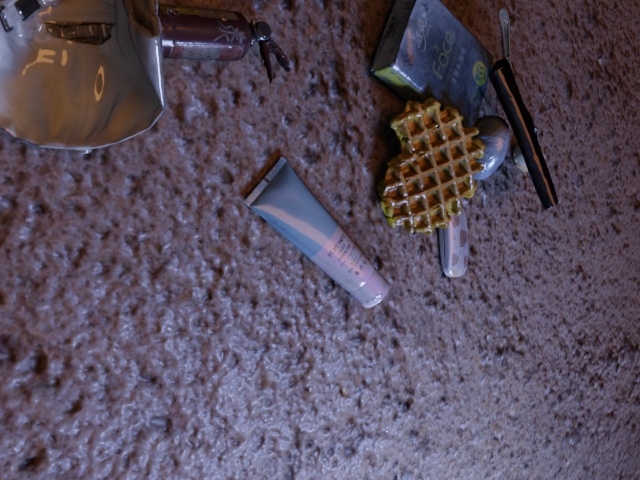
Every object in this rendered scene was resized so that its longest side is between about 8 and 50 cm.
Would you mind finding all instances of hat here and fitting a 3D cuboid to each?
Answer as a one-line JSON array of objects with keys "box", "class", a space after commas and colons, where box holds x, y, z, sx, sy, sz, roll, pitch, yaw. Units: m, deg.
[{"box": [-0.303, -0.272, 0.712, 0.258, 0.168, 0.301, 3, 65, -1], "class": "hat"}]

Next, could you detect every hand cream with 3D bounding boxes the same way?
[{"box": [0.000, 0.000, 1.002, 0.312, 0.070, 0.111, 47, 68, -20], "class": "hand cream"}]

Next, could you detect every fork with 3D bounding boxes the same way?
[{"box": [0.436, -0.425, 1.306, 0.028, 0.034, 0.219, -19, 104, -43], "class": "fork"}]

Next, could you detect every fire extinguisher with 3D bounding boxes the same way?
[{"box": [-0.159, -0.294, 0.853, 0.252, 0.075, 0.106, -11, 111, -37], "class": "fire extinguisher"}]

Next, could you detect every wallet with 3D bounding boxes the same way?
[{"box": [0.439, -0.232, 1.206, 0.317, 0.045, 0.172, 64, 26, -14], "class": "wallet"}]

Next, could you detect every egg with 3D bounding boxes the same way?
[{"box": [0.500, -0.196, 1.343, 0.083, 0.071, 0.071, 20, 81, -34], "class": "egg"}]

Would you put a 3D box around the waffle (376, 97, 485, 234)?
[{"box": [0.205, -0.137, 1.100, 0.249, 0.056, 0.253, 36, 92, -25], "class": "waffle"}]

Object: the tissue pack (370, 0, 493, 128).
[{"box": [0.229, -0.353, 1.127, 0.257, 0.081, 0.185, 27, 76, -36], "class": "tissue pack"}]

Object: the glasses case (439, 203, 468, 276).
[{"box": [0.287, -0.002, 1.214, 0.063, 0.041, 0.164, -7, 97, -36], "class": "glasses case"}]

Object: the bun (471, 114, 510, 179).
[{"box": [0.336, -0.199, 1.190, 0.083, 0.141, 0.140, 17, 82, -14], "class": "bun"}]
